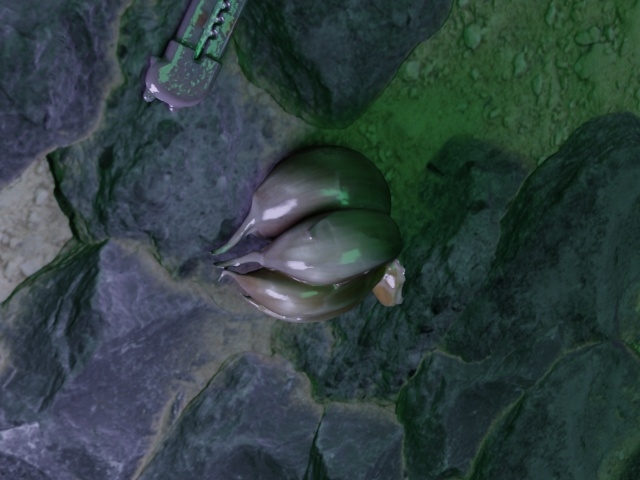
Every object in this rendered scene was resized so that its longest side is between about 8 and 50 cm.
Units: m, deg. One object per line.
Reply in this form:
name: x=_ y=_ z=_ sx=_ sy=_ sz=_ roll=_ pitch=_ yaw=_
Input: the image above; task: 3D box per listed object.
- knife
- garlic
knife: x=-0.103 y=-0.340 z=1.302 sx=0.132 sy=0.038 sz=0.399 roll=22 pitch=99 yaw=-32
garlic: x=0.000 y=0.000 z=1.466 sx=0.291 sy=0.210 sz=0.237 roll=7 pitch=141 yaw=-36
